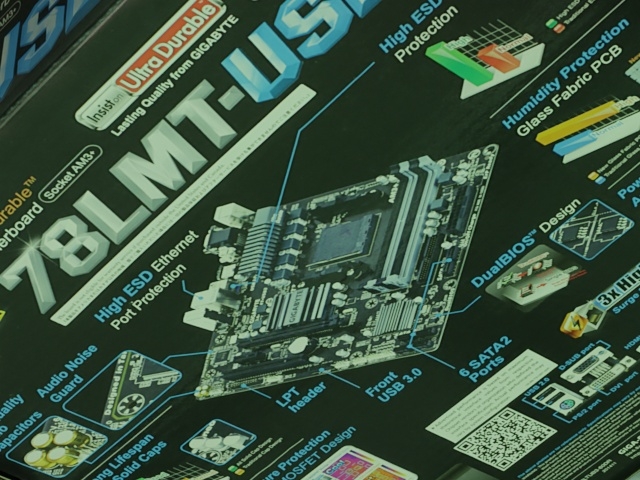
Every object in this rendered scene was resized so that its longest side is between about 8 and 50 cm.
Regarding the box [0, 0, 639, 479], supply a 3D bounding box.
[{"bbox_3d":[0.021,-0.007,0.625,0.293,0.073,0.295,28,123,-34],"label":"box"}]
